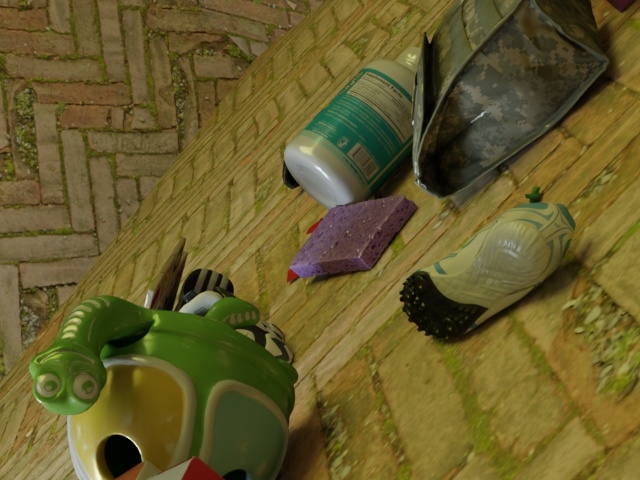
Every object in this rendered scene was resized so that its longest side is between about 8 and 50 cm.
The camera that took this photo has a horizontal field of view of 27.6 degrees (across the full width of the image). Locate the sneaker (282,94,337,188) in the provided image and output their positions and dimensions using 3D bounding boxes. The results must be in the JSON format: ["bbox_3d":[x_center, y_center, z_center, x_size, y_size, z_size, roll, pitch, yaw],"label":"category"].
[{"bbox_3d":[0.014,-0.182,2.375,0.232,0.081,0.090,-47,15,31],"label":"sneaker"}]

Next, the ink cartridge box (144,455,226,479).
[{"bbox_3d":[-0.102,0.301,1.136,0.128,0.176,0.127,-34,21,46],"label":"ink cartridge box"}]

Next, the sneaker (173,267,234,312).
[{"bbox_3d":[-0.216,0.190,2.019,0.281,0.106,0.162,-65,3,-39],"label":"sneaker"}]

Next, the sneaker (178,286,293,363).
[{"bbox_3d":[-0.131,0.117,1.791,0.094,0.153,0.235,-45,14,1],"label":"sneaker"}]

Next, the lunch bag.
[{"bbox_3d":[0.210,-0.209,1.670,0.287,0.169,0.235,-49,15,26],"label":"lunch bag"}]

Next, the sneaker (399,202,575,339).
[{"bbox_3d":[0.167,0.033,1.314,0.086,0.085,0.237,-24,-8,-40],"label":"sneaker"}]

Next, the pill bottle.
[{"bbox_3d":[0.079,-0.174,1.980,0.264,0.146,0.146,-46,13,-15],"label":"pill bottle"}]

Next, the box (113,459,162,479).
[{"bbox_3d":[-0.228,0.412,1.215,0.215,0.168,0.345,-36,17,38],"label":"box"}]

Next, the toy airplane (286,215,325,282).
[{"bbox_3d":[0.000,0.000,1.992,0.151,0.028,0.151,-42,15,14],"label":"toy airplane"}]

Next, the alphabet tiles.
[{"bbox_3d":[-0.269,0.175,1.995,0.285,0.011,0.343,-67,-5,-62],"label":"alphabet tiles"}]

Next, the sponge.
[{"bbox_3d":[0.043,-0.005,1.841,0.117,0.031,0.210,-53,20,-22],"label":"sponge"}]

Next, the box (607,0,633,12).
[{"bbox_3d":[0.314,-0.441,1.769,0.057,0.201,0.293,-43,31,13],"label":"box"}]

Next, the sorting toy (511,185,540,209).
[{"bbox_3d":[0.219,-0.027,1.437,0.083,0.012,0.062,-50,9,0],"label":"sorting toy"}]

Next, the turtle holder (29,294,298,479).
[{"bbox_3d":[-0.157,0.189,1.398,0.320,0.243,0.228,87,-169,-56],"label":"turtle holder"}]
